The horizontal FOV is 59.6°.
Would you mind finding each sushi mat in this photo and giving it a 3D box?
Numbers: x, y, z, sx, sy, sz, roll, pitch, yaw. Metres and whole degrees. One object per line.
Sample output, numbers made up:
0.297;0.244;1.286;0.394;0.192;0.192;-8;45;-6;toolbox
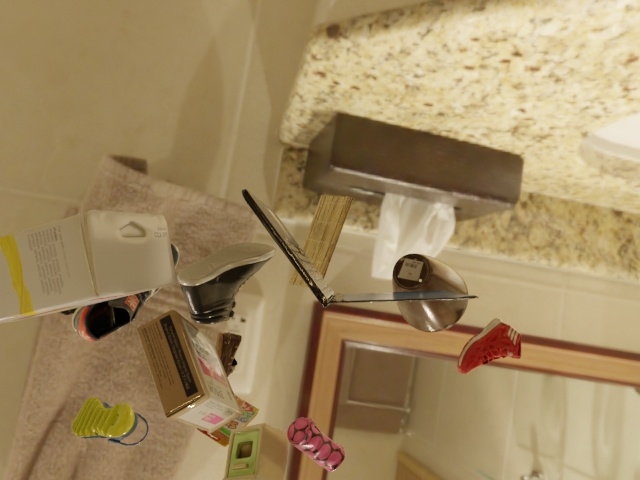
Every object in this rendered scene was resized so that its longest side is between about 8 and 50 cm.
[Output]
0.000;0.000;1.750;0.019;0.317;0.151;29;166;-36;sushi mat

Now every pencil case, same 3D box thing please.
-0.006;0.633;1.738;0.209;0.098;0.095;48;176;-33;pencil case

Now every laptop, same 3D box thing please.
0.075;0.019;1.179;0.408;0.236;0.382;53;180;5;laptop

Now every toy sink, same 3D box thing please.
-0.203;0.703;1.721;0.152;0.234;0.131;-22;138;34;toy sink

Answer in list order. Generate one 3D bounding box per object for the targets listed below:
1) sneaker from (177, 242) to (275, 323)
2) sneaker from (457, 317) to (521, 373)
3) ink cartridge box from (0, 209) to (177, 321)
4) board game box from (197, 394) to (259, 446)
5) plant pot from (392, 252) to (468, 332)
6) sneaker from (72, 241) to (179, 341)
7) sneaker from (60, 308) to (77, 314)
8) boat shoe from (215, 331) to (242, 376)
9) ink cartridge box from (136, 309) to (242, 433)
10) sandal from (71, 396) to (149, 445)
-0.220;0.104;1.366;0.104;0.147;0.295;15;-154;34;sneaker
0.524;0.338;1.697;0.128;0.221;0.087;27;157;48;sneaker
-0.535;0.063;1.138;0.384;0.161;0.279;-14;178;16;ink cartridge box
-0.324;0.631;1.977;0.124;0.039;0.259;27;-163;12;board game box
0.293;0.128;1.604;0.215;0.216;0.230;5;158;29;plant pot
-0.511;0.143;1.523;0.131;0.350;0.148;50;162;-26;sneaker
-0.704;0.159;1.765;0.234;0.078;0.106;-20;-164;-1;sneaker
-0.276;0.356;1.620;0.073;0.207;0.073;7;-148;-19;boat shoe
-0.262;0.273;1.141;0.088;0.193;0.235;-29;153;-4;ink cartridge box
-0.636;0.561;1.696;0.317;0.126;0.138;-4;142;41;sandal
